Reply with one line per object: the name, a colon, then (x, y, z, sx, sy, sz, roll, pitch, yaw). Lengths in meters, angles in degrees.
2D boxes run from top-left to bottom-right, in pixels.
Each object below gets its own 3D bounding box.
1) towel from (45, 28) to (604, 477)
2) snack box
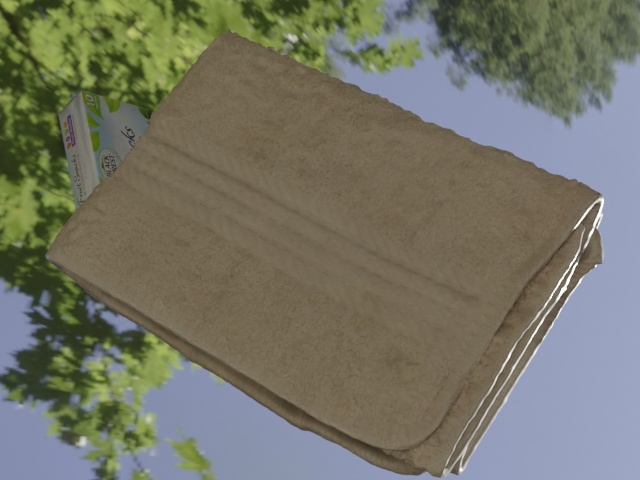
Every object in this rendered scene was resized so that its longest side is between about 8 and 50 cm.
towel: (0.000, 0.000, 0.729, 0.282, 0.049, 0.187, 28, -107, 27)
snack box: (-0.148, -0.043, 1.034, 0.037, 0.100, 0.141, -37, -124, 35)
